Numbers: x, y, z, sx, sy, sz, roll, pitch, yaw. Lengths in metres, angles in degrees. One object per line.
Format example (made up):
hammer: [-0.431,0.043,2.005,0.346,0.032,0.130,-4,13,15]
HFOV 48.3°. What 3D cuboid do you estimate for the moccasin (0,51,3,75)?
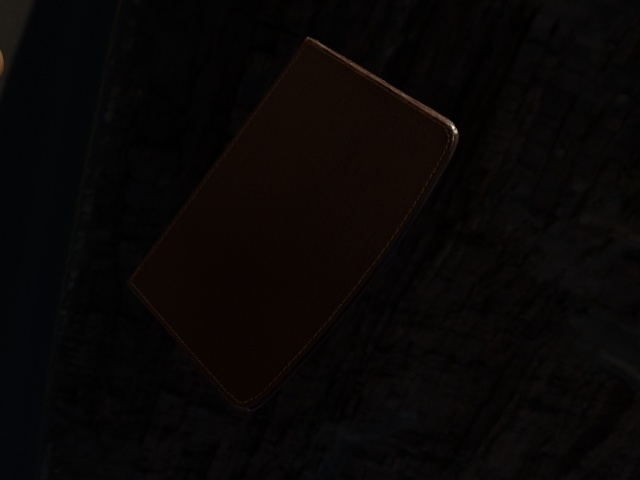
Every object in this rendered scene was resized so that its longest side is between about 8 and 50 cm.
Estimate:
moccasin: [-0.358,-0.169,0.369,0.146,0.380,0.139,-16,-127,38]

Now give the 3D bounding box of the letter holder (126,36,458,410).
letter holder: [0.000,0.000,0.692,0.302,0.214,0.152,-53,146,4]
